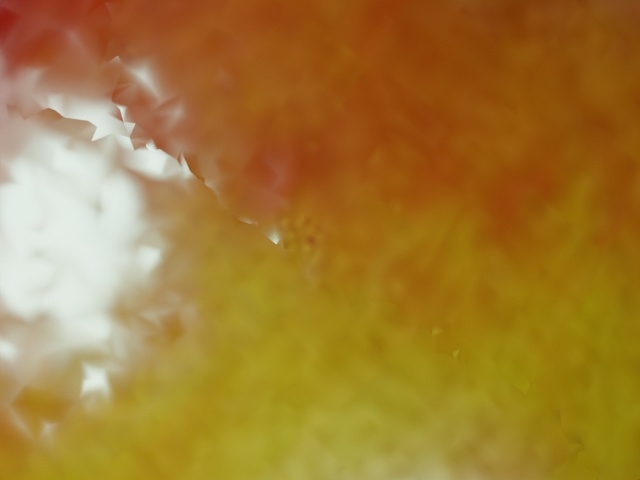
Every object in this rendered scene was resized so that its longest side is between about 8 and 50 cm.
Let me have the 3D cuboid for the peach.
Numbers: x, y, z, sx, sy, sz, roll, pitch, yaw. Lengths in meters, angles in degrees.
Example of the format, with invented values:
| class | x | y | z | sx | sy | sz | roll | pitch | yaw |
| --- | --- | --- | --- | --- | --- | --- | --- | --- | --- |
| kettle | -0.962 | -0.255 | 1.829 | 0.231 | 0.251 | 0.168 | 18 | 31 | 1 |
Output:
| class | x | y | z | sx | sy | sz | roll | pitch | yaw |
| --- | --- | --- | --- | --- | --- | --- | --- | --- | --- |
| peach | 0.000 | 0.000 | 0.512 | 0.388 | 0.388 | 0.388 | -13 | 70 | 39 |
